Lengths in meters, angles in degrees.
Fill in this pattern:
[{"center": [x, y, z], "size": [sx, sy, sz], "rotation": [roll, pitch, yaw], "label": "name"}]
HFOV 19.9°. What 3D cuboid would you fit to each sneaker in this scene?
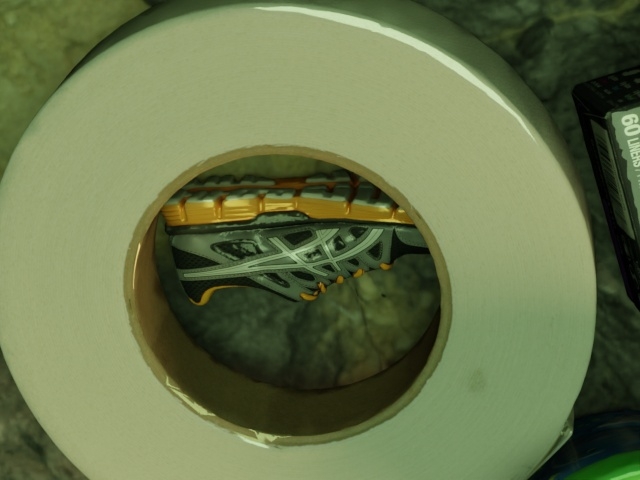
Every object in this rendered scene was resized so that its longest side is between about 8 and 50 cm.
[{"center": [0.000, 0.000, 1.230], "size": [0.215, 0.084, 0.083], "rotation": [0, 105, 8], "label": "sneaker"}]

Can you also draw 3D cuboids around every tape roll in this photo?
[{"center": [-0.016, 0.026, 1.162], "size": [0.392, 0.072, 0.392], "rotation": [3, 113, 6], "label": "tape roll"}]

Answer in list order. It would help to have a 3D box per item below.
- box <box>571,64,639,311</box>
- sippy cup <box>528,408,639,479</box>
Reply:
[{"center": [0.321, -0.054, 1.186], "size": [0.270, 0.143, 0.165], "rotation": [-17, 102, 2], "label": "box"}, {"center": [0.212, 0.219, 1.199], "size": [0.305, 0.224, 0.240], "rotation": [15, 102, -3], "label": "sippy cup"}]
